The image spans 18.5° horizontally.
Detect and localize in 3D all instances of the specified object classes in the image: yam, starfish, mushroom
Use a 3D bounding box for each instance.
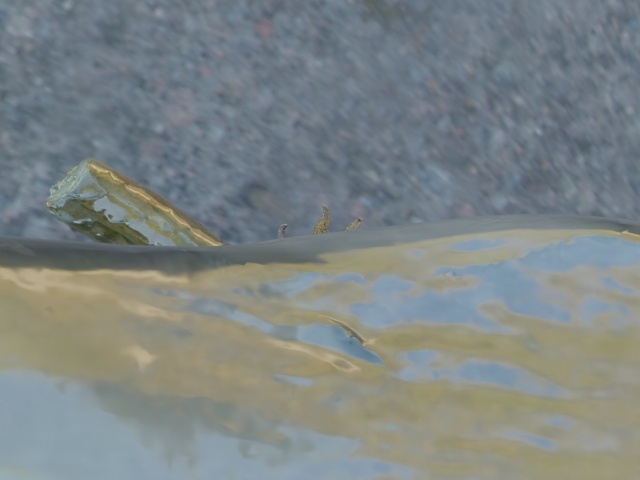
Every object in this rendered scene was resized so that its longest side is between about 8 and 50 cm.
[{"bbox_3d":[-0.089,0.029,1.658,0.071,0.317,0.067,-24,39,51],"label":"yam"},{"bbox_3d":[0.000,0.000,1.688,0.078,0.091,0.028,-13,121,12],"label":"starfish"},{"bbox_3d":[-0.043,0.052,0.472,0.328,0.159,0.122,3,98,-12],"label":"mushroom"}]
